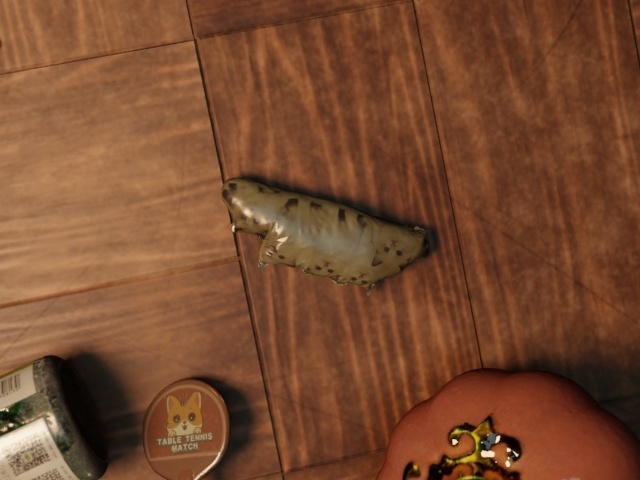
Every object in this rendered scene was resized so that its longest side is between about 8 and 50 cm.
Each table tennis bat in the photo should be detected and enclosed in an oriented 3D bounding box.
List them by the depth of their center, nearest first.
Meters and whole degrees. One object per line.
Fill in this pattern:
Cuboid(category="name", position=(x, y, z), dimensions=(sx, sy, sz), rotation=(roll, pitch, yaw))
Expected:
Cuboid(category="table tennis bat", position=(-0.125, 0.247, 1.073), dimensions=(0.108, 0.119, 0.169), rotation=(-12, 69, 19))

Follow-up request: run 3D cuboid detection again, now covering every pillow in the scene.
Cuboid(category="pillow", position=(0.001, 0.001, 1.055), dimensions=(0.241, 0.051, 0.093), rotation=(15, 90, -9))

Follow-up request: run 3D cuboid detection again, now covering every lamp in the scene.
Cuboid(category="lamp", position=(0.206, 0.284, 0.992), dimensions=(0.305, 0.240, 0.305), rotation=(-11, 72, 35))

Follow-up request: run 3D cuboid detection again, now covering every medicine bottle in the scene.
Cuboid(category="medicine bottle", position=(-0.377, 0.237, 0.977), dimensions=(0.293, 0.141, 0.141), rotation=(-25, 94, -5))
